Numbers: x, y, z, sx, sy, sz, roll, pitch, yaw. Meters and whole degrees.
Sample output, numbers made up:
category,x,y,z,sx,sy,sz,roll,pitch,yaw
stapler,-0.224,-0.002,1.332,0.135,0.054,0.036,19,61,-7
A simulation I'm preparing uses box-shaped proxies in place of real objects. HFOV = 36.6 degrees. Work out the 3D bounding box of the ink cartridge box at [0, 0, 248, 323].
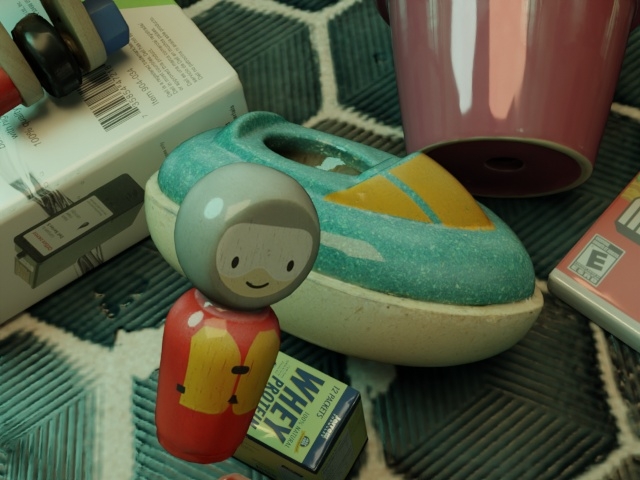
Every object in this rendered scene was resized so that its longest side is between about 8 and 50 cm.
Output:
category,x,y,z,sx,sy,sz,roll,pitch,yaw
ink cartridge box,-0.214,-0.081,0.737,0.272,0.115,0.198,-32,60,-13

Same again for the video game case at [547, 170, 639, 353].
category,x,y,z,sx,sy,sz,roll,pitch,yaw
video game case,0.328,-0.010,0.686,0.204,0.025,0.285,36,69,24

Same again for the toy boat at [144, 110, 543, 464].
category,x,y,z,sx,sy,sz,roll,pitch,yaw
toy boat,0.000,0.000,0.572,0.267,0.148,0.318,20,22,13

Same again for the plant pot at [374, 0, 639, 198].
category,x,y,z,sx,sy,sz,roll,pitch,yaw
plant pot,0.133,-0.135,0.696,0.201,0.201,0.180,4,75,9

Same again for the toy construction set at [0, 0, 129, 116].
category,x,y,z,sx,sy,sz,roll,pitch,yaw
toy construction set,-0.294,-0.221,0.626,0.308,0.237,0.258,-19,55,-4

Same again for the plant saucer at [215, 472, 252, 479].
category,x,y,z,sx,sy,sz,roll,pitch,yaw
plant saucer,-0.084,0.236,0.479,0.259,0.048,0.258,-31,17,-26

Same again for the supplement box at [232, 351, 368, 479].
category,x,y,z,sx,sy,sz,roll,pitch,yaw
supplement box,-0.020,0.117,0.614,0.083,0.083,0.056,24,64,19
